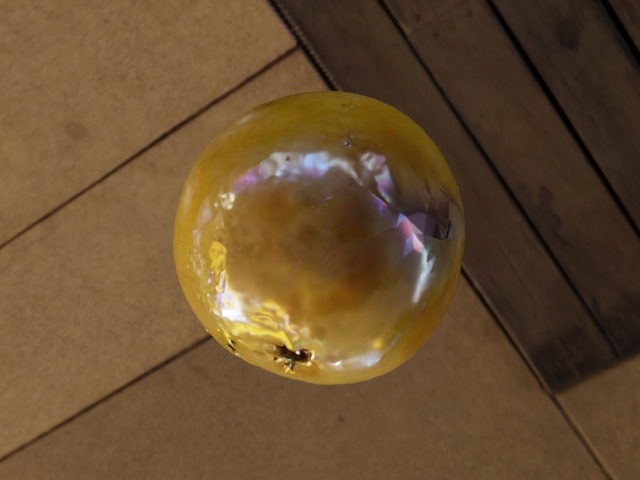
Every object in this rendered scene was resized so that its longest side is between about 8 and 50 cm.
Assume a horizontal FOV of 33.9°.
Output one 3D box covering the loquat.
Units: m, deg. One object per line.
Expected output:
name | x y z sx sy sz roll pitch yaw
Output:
loquat | 0.000 0.000 0.932 0.263 0.263 0.263 2 117 4
